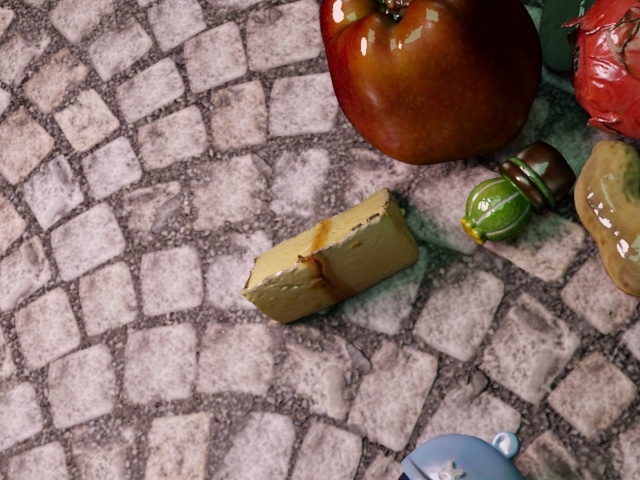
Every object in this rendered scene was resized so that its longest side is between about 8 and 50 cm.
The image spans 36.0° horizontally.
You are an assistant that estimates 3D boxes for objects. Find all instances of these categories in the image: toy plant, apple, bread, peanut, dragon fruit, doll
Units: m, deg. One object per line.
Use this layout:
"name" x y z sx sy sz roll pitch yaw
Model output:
"toy plant" 0.265 -0.060 1.356 0.162 0.093 0.093 -38 63 1
"apple" 0.149 -0.252 1.360 0.288 0.317 0.288 -17 54 24
"bread" 0.000 0.000 1.367 0.240 0.178 0.135 -27 65 8
"peanut" 0.400 -0.032 1.303 0.103 0.098 0.229 -2 62 -29
"dragon fruit" 0.455 -0.239 1.298 0.252 0.241 0.241 -15 65 24
"doll" 0.140 0.360 1.204 0.177 0.141 0.314 36 86 30

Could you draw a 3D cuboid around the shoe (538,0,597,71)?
"shoe" 0.397 -0.360 1.441 0.103 0.100 0.251 9 85 62
